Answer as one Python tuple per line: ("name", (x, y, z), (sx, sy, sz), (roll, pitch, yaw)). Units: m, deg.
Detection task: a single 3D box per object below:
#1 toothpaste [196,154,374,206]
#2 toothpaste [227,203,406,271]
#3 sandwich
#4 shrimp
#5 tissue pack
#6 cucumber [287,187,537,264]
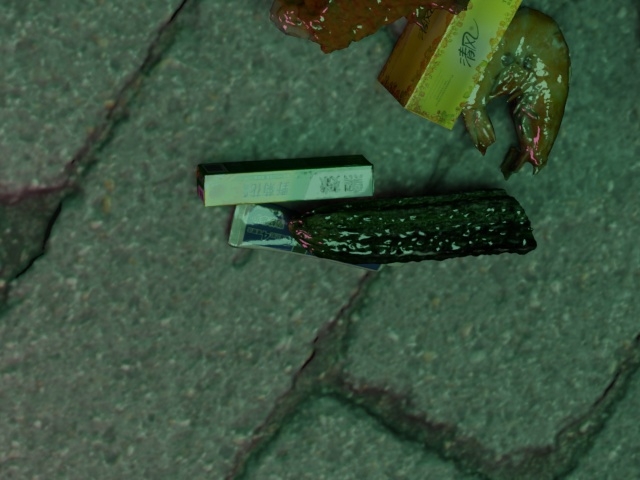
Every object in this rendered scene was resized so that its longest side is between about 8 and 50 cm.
("toothpaste", (-0.036, -0.061, 1.994), (0.178, 0.043, 0.037), (-4, 104, -14))
("toothpaste", (0.000, 0.000, 2.039), (0.197, 0.035, 0.057), (14, 89, -19))
("sandwich", (0.064, -0.302, 1.825), (0.250, 0.162, 0.301), (43, 104, 7))
("shrimp", (0.195, -0.147, 2.021), (0.132, 0.051, 0.187), (-10, 111, -17))
("tissue pack", (0.132, -0.210, 1.952), (0.062, 0.095, 0.176), (23, 105, -24))
("cucumber", (0.097, -0.011, 2.022), (0.265, 0.077, 0.077), (-6, 114, -24))
